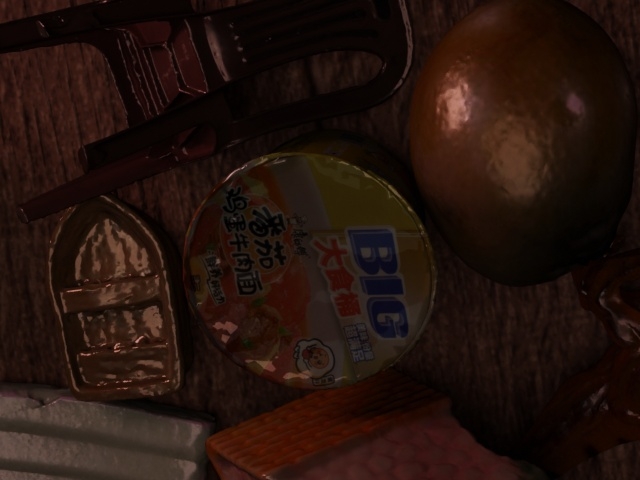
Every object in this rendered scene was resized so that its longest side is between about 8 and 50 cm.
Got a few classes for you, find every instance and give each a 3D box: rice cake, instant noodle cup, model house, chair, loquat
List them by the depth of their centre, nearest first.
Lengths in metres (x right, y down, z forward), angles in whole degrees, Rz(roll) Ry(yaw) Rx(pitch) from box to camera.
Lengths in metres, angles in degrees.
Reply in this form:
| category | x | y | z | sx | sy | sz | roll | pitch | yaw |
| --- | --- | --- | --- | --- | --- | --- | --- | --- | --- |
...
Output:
| category | x | y | z | sx | sy | sz | roll | pitch | yaw |
| --- | --- | --- | --- | --- | --- | --- | --- | --- | --- |
| loquat | 0.160 | -0.077 | 1.220 | 0.179 | 0.179 | 0.227 | 1 | 85 | 12 |
| instant noodle cup | 0.000 | 0.000 | 1.265 | 0.205 | 0.153 | 0.205 | 3 | 112 | 8 |
| model house | 0.048 | 0.240 | 1.288 | 0.237 | 0.202 | 0.237 | 46 | 151 | 39 |
| chair | -0.106 | -0.152 | 1.298 | 0.326 | 0.183 | 0.176 | -20 | 95 | -31 |
| rice cake | -0.215 | 0.196 | 1.408 | 0.237 | 0.043 | 0.127 | 8 | 101 | 10 |

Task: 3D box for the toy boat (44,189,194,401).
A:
| category | x | y | z | sx | sy | sz | roll | pitch | yaw |
| --- | --- | --- | --- | --- | --- | --- | --- | --- | --- |
| toy boat | -0.178 | 0.044 | 1.369 | 0.116 | 0.061 | 0.188 | -7 | 97 | 14 |

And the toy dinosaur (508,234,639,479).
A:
| category | x | y | z | sx | sy | sz | roll | pitch | yaw |
| --- | --- | --- | --- | --- | --- | --- | --- | --- | --- |
| toy dinosaur | 0.253 | 0.100 | 1.266 | 0.432 | 0.097 | 0.208 | -21 | 91 | 34 |
